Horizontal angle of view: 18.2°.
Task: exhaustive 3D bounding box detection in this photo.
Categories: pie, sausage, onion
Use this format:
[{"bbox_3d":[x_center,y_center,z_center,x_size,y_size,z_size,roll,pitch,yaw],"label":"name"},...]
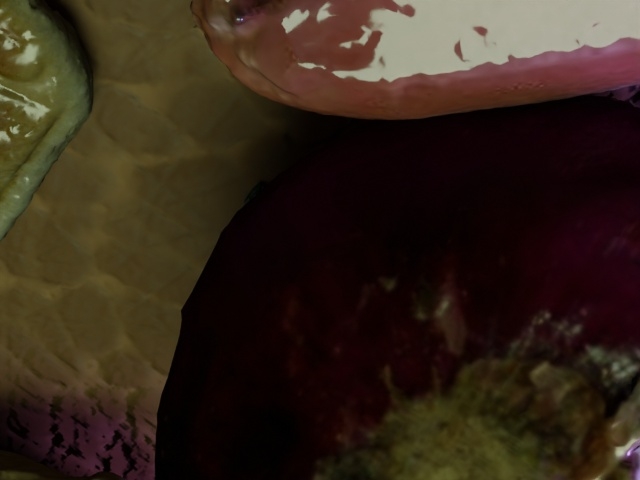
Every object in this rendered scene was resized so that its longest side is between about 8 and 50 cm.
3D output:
[{"bbox_3d":[-0.205,-0.070,0.937,0.195,0.046,0.195,1,131,2],"label":"pie"},{"bbox_3d":[0.077,-0.125,0.806,0.254,0.148,0.148,-2,130,12],"label":"sausage"},{"bbox_3d":[0.113,0.108,0.916,0.347,0.348,0.385,-18,169,19],"label":"onion"}]

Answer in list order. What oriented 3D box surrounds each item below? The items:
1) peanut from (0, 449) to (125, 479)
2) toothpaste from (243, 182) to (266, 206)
[{"bbox_3d":[-0.175,0.195,1.113,0.233,0.110,0.197,-32,116,27],"label":"peanut"},{"bbox_3d":[0.000,0.000,0.992,0.083,0.020,0.017,27,129,-17],"label":"toothpaste"}]
